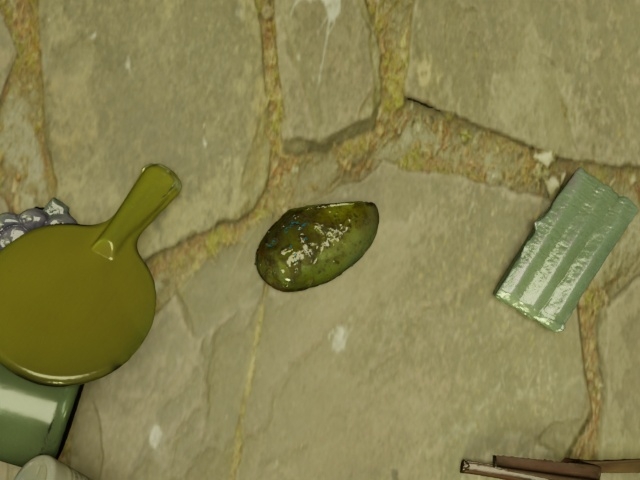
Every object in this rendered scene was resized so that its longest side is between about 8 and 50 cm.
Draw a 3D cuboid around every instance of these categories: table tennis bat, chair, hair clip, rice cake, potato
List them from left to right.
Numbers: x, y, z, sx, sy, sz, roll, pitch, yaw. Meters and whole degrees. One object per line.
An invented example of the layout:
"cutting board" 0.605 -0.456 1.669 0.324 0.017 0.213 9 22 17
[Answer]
"hair clip" -0.418 0.024 1.422 0.124 0.052 0.195 34 87 -8
"table tennis bat" -0.299 0.032 1.360 0.224 0.054 0.369 28 55 3
"potato" 0.000 0.000 1.472 0.197 0.054 0.119 -18 84 -9
"rice cake" 0.363 0.014 1.523 0.127 0.043 0.237 34 80 -1
"chair" 0.366 0.385 1.412 0.326 0.183 0.176 5 84 -6

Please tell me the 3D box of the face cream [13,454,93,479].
"face cream" -0.276 0.367 1.321 0.082 0.082 0.269 -52 127 -10

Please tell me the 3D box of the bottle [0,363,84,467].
"bottle" -0.486 0.175 1.327 0.347 0.168 0.169 18 82 -5
